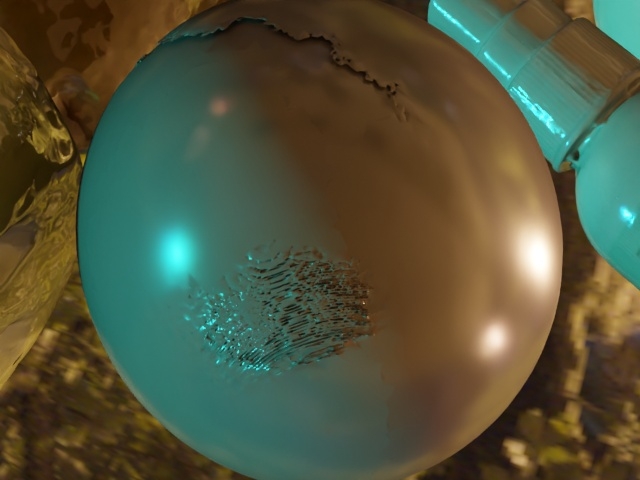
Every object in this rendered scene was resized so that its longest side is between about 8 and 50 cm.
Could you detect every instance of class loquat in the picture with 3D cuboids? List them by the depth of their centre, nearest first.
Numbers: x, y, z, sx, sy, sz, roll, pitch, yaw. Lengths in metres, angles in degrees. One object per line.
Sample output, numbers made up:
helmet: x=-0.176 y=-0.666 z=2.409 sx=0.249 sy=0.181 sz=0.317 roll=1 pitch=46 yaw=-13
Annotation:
loquat: x=-0.105 y=-0.117 z=0.836 sx=0.152 sy=0.152 sz=0.195 roll=20 pitch=-138 yaw=-24

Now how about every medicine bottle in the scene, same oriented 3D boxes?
medicine bottle: x=0.194 y=-0.016 z=0.975 sx=0.352 sy=0.110 sz=0.110 roll=41 pitch=-105 yaw=13

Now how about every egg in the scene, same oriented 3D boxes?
egg: x=0.000 y=0.000 z=0.601 sx=0.146 sy=0.198 sz=0.146 roll=-3 pitch=-113 yaw=7

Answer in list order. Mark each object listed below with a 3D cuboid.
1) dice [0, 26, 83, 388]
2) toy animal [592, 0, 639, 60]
dice: x=-0.192 y=-0.002 z=0.655 sx=0.166 sy=0.169 sz=0.169 roll=38 pitch=-118 yaw=11
toy animal: x=0.202 y=-0.158 z=1.141 sx=0.196 sy=0.241 sz=0.367 roll=-7 pitch=-108 yaw=-65
